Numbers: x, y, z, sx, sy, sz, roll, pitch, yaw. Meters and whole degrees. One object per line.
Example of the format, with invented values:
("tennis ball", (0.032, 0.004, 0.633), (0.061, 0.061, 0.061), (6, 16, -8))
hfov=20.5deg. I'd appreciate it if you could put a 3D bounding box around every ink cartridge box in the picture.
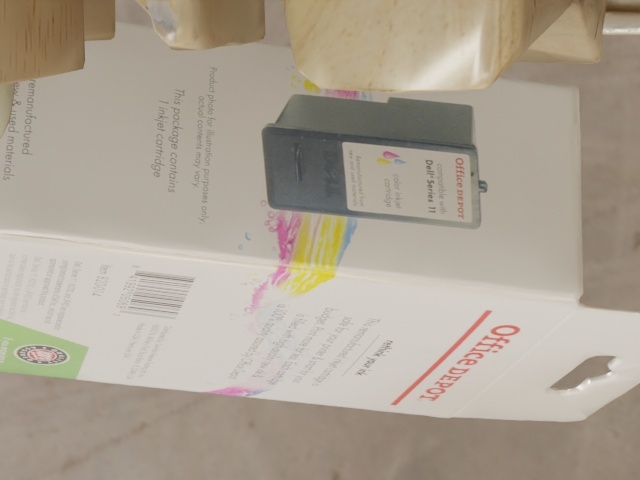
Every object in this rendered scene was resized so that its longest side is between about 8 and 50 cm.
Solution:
("ink cartridge box", (0.000, 0.000, 0.894), (0.207, 0.353, 0.119), (125, 150, -65))

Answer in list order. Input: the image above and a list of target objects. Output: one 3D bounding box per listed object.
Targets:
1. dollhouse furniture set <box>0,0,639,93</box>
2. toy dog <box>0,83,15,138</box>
("dollhouse furniture set", (0.072, -0.187, 0.577), (0.362, 0.394, 0.256), (4, 101, 21))
("toy dog", (-0.306, -0.037, 0.571), (0.395, 0.408, 0.285), (9, 85, 4))
